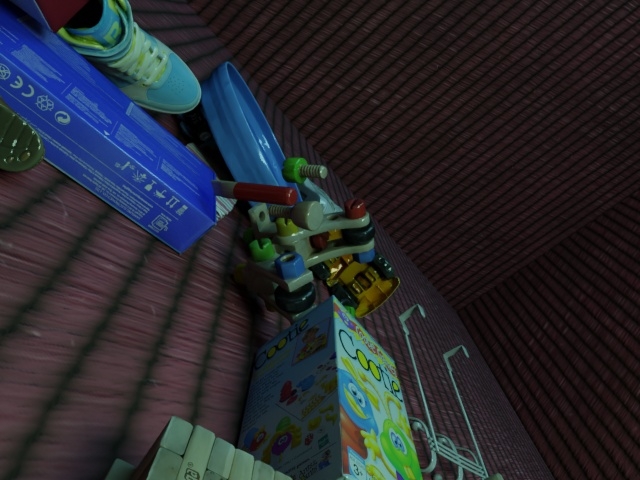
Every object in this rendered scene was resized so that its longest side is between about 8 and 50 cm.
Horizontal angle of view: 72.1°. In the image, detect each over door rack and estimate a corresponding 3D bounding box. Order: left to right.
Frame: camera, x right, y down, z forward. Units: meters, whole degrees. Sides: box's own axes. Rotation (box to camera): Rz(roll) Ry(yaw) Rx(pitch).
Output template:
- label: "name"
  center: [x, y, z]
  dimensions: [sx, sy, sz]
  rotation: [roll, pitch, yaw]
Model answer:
- label: "over door rack"
  center: [0.237, 0.338, 0.925]
  dimensions: [0.239, 0.108, 0.325]
  rotation: [41, 38, -35]

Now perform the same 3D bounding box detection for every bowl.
- label: "bowl"
  center: [-0.145, -0.198, 0.991]
  dimensions: [0.391, 0.077, 0.392]
  rotation: [-24, 90, -84]

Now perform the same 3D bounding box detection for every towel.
- label: "towel"
  center: [-0.221, -0.118, 0.842]
  dimensions: [0.144, 0.029, 0.197]
  rotation: [48, 12, -16]

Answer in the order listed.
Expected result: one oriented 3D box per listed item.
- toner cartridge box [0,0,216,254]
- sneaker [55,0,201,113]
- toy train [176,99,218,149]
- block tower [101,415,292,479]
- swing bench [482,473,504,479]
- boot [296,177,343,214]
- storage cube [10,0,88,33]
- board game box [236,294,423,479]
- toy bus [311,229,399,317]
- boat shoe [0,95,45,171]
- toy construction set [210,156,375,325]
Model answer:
- label: "toner cartridge box"
  center: [-0.289, -0.143, 0.575]
  dimensions: [0.348, 0.075, 0.165]
  rotation: [43, 15, -33]
- label: "sneaker"
  center: [-0.303, -0.293, 0.688]
  dimensions: [0.319, 0.127, 0.208]
  rotation: [26, 2, -42]
- label: "toy train"
  center: [-0.269, -0.278, 0.979]
  dimensions: [0.184, 0.080, 0.105]
  rotation: [60, 9, 27]
- label: "block tower"
  center: [-0.002, 0.250, 0.303]
  dimensions: [0.335, 0.097, 0.091]
  rotation: [32, 16, -10]
- label: "swing bench"
  center: [0.302, 0.529, 0.613]
  dimensions: [0.254, 0.165, 0.253]
  rotation: [41, 17, -19]
- label: "boot"
  center: [-0.021, -0.105, 1.239]
  dimensions: [0.123, 0.095, 0.258]
  rotation: [35, 12, -37]
- label: "storage cube"
  center: [-0.311, -0.382, 0.444]
  dimensions: [0.183, 0.193, 0.215]
  rotation: [37, -14, -9]
- label: "board game box"
  center: [0.008, 0.213, 0.488]
  dimensions: [0.142, 0.144, 0.275]
  rotation: [48, 15, -17]
- label: "toy bus"
  center: [0.072, 0.062, 1.114]
  dimensions: [0.220, 0.149, 0.211]
  rotation: [49, 1, -2]
- label: "boat shoe"
  center: [-0.348, -0.136, 0.421]
  dimensions: [0.178, 0.064, 0.060]
  rotation: [48, -16, -21]
- label: "toy construction set"
  center: [-0.074, 0.000, 0.702]
  dimensions: [0.237, 0.258, 0.309]
  rotation: [10, -31, 31]
